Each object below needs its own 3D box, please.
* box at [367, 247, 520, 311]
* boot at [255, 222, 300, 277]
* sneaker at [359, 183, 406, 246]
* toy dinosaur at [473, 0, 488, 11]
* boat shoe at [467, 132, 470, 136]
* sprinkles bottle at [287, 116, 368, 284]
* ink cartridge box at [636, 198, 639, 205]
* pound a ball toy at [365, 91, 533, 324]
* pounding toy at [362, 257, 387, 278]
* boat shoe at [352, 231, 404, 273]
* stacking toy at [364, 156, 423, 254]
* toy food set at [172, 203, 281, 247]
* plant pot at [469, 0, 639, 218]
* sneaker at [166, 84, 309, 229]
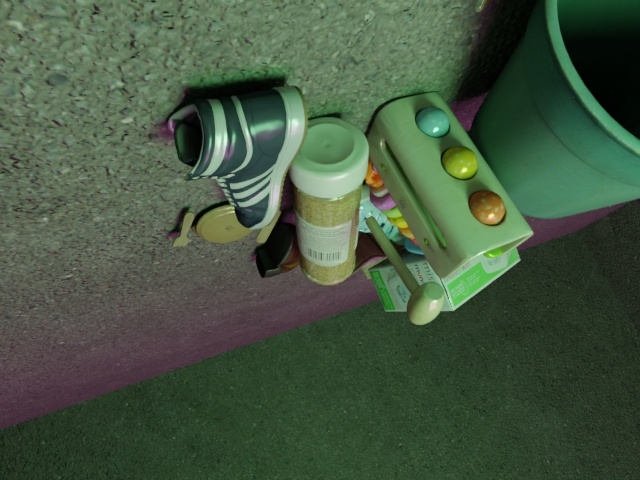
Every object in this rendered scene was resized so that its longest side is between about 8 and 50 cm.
[{"bbox_3d":[0.291,0.056,1.039,0.262,0.127,0.231,-26,-175,-31],"label":"box"},{"bbox_3d":[0.000,0.000,1.055,0.280,0.096,0.264,-17,158,-23],"label":"boot"},{"bbox_3d":[0.174,-0.052,0.998,0.365,0.150,0.135,-13,160,-27],"label":"sneaker"},{"bbox_3d":[0.198,-0.316,0.416,0.112,0.064,0.211,-33,179,-26],"label":"toy dinosaur"},{"bbox_3d":[0.394,-0.203,0.879,0.306,0.113,0.105,-9,160,15],"label":"boat shoe"},{"bbox_3d":[0.011,-0.046,0.766,0.121,0.121,0.355,-18,151,-10],"label":"sprinkles bottle"},{"bbox_3d":[0.954,-0.235,1.157,0.395,0.270,0.151,-29,156,24],"label":"ink cartridge box"},{"bbox_3d":[0.170,-0.063,0.656,0.208,0.319,0.136,-18,159,-20],"label":"pound a ball toy"},{"bbox_3d":[0.228,0.038,1.451,0.181,0.094,0.206,-29,175,12],"label":"pounding toy"},{"bbox_3d":[0.163,-0.001,1.239,0.103,0.113,0.302,-31,179,-44],"label":"boat shoe"},{"bbox_3d":[0.155,-0.097,0.828,0.301,0.175,0.165,26,170,-31],"label":"stacking toy"},{"bbox_3d":[-0.181,-0.037,0.840,0.192,0.039,0.132,-3,149,-32],"label":"toy food set"},{"bbox_3d":[0.386,-0.190,0.593,0.341,0.341,0.334,-20,171,-5],"label":"plant pot"},{"bbox_3d":[-0.128,-0.096,0.603,0.153,0.099,0.282,-14,157,-27],"label":"sneaker"}]
